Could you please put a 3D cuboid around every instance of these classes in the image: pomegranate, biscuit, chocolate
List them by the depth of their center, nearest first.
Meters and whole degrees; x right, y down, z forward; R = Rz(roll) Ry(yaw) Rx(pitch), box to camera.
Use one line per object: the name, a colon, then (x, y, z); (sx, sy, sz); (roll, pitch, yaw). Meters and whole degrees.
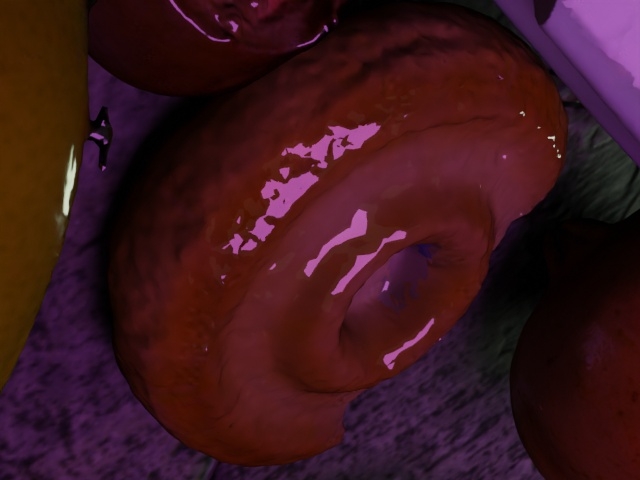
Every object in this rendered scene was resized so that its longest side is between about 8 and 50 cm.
chocolate: (-0.057, -0.129, 0.740); (0.127, 0.124, 0.133); (-34, 114, 6)
biscuit: (0.001, 0.001, 0.931); (0.213, 0.091, 0.274); (17, 117, -49)
pomegranate: (0.213, 0.078, 1.088); (0.209, 0.209, 0.209); (-22, 138, -22)

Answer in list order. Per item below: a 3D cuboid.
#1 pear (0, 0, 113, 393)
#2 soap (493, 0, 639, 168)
pear: (-0.250, -0.008, 0.567); (0.282, 0.176, 0.286); (9, 157, -44)
soap: (0.258, -0.088, 0.924); (0.208, 0.115, 0.347); (-43, 113, 4)
